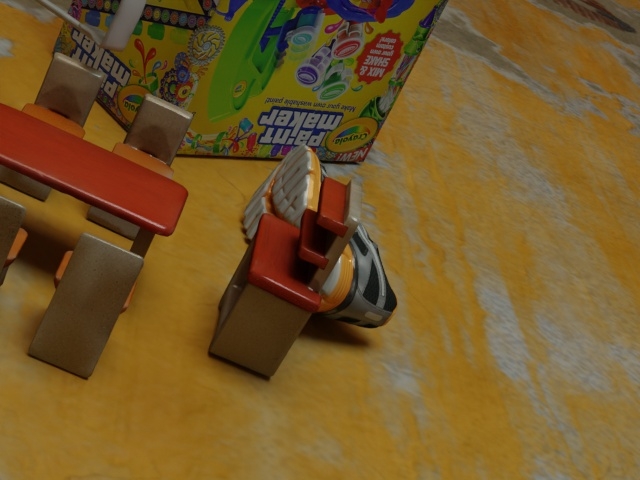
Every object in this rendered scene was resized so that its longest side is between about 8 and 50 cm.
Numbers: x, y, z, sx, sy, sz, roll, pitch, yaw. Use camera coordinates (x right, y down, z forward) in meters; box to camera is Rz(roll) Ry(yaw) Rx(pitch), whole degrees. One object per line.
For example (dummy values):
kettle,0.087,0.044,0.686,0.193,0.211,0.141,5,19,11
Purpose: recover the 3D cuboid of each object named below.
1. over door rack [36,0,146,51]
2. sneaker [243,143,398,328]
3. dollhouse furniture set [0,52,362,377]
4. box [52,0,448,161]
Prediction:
over door rack,-0.327,-0.191,1.031,0.239,0.108,0.324,4,13,-43
sneaker,0.000,0.000,1.086,0.083,0.084,0.215,30,23,-30
dollhouse furniture set,-0.116,-0.026,0.925,0.259,0.135,0.262,24,24,-9
box,-0.045,-0.237,1.253,0.290,0.279,0.177,-2,37,-48
